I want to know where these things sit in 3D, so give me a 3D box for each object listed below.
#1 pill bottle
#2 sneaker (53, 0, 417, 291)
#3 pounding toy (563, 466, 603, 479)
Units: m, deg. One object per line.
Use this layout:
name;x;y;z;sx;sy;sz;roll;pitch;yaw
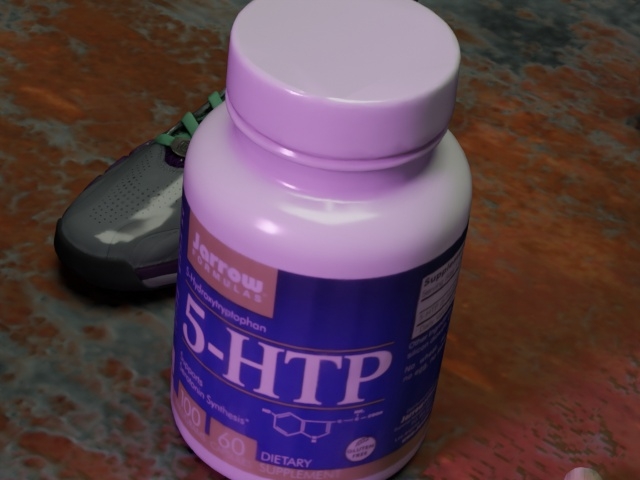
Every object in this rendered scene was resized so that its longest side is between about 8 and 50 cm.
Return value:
pill bottle;0.000;0.000;0.668;0.112;0.186;0.112;4;38;-3
sneaker;-0.037;-0.060;0.809;0.083;0.098;0.224;32;44;28
pounding toy;0.196;0.136;0.590;0.237;0.110;0.183;13;39;7
